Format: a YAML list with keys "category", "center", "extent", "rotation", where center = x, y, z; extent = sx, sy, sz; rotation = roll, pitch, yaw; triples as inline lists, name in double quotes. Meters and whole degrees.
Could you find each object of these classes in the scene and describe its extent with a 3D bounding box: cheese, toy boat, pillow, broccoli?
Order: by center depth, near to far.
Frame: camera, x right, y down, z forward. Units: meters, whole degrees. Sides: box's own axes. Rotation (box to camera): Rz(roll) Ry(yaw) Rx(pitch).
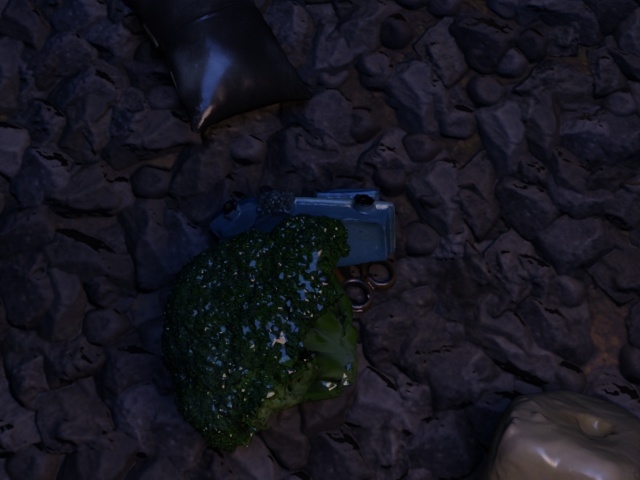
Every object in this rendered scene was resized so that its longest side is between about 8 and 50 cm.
- category: "cheese"
  center: [0.270, 0.282, 1.193]
  extent: [0.173, 0.251, 0.248]
  rotation: [21, 28, 19]
- category: "broccoli"
  center: [-0.057, 0.106, 1.203]
  extent: [0.245, 0.265, 0.295]
  rotation: [13, 103, -32]
- category: "toy boat"
  center: [-0.024, -0.023, 1.320]
  extent: [0.237, 0.109, 0.098]
  rotation: [-1, 35, 4]
- category: "pillow"
  center: [-0.142, -0.271, 1.433]
  extent: [0.186, 0.106, 0.250]
  rotation: [-22, 71, -22]

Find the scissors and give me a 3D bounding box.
- category: "scissors"
  center: [0.000, 0.000, 1.367]
  extent: [0.088, 0.017, 0.220]
  rotation: [-42, 74, -18]
